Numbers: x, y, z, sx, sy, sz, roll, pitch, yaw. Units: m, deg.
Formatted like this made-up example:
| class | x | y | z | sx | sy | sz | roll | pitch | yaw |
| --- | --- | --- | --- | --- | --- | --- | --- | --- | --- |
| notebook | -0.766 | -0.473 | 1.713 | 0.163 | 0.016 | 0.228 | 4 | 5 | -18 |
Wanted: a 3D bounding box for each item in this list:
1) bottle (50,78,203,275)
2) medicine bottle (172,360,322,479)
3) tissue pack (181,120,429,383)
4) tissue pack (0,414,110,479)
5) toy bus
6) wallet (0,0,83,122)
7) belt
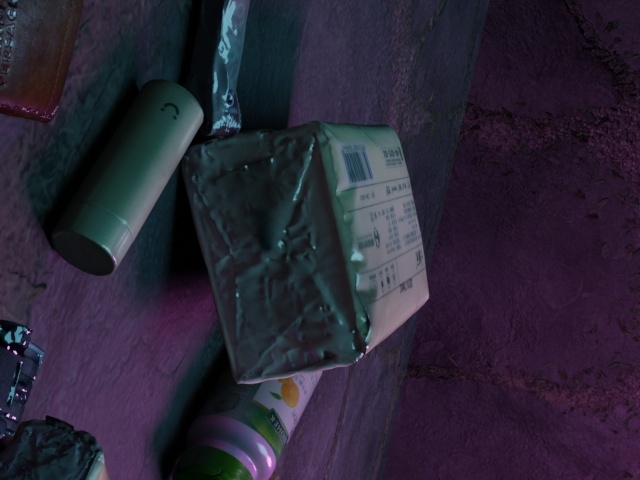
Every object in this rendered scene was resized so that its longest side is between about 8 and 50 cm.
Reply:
| class | x | y | z | sx | sy | sz | roll | pitch | yaw |
| --- | --- | --- | --- | --- | --- | --- | --- | --- | --- |
| bottle | -0.186 | -0.064 | 1.000 | 0.072 | 0.072 | 0.202 | 82 | 26 | -52 |
| medicine bottle | -0.102 | 0.250 | 1.429 | 0.274 | 0.133 | 0.133 | -59 | 156 | -44 |
| tissue pack | 0.000 | 0.000 | 1.336 | 0.380 | 0.207 | 0.297 | -12 | 91 | -73 |
| tissue pack | -0.266 | 0.316 | 0.947 | 0.257 | 0.122 | 0.215 | 96 | 14 | -53 |
| toy bus | -0.283 | 0.079 | 0.723 | 0.262 | 0.109 | 0.091 | 66 | 39 | -68 |
| wallet | -0.258 | -0.163 | 0.752 | 0.255 | 0.031 | 0.137 | -6 | 109 | -73 |
| belt | -0.112 | -0.232 | 1.136 | 0.053 | 0.071 | 0.232 | -9 | 108 | -66 |
